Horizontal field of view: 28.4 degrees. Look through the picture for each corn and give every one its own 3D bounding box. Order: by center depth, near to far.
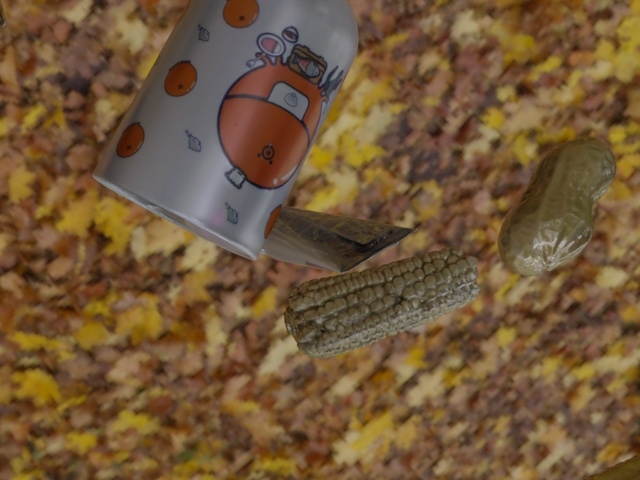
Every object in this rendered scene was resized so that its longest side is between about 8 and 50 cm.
[{"bbox_3d":[0.065,0.064,1.348,0.211,0.087,0.087,-16,142,-5],"label":"corn"}]

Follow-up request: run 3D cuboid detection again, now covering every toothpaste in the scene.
[{"bbox_3d":[0.000,0.000,1.609,0.114,0.299,0.073,-28,109,-25],"label":"toothpaste"}]

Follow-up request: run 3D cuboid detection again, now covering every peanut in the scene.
[{"bbox_3d":[0.288,-0.045,1.521,0.214,0.099,0.090,-58,141,-26],"label":"peanut"}]

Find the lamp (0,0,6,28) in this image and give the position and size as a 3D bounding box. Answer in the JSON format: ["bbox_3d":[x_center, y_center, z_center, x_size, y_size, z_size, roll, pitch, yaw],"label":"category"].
[{"bbox_3d":[-0.477,-0.189,1.476,0.314,0.182,0.182,-29,147,-47],"label":"lamp"}]

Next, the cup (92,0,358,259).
[{"bbox_3d":[-0.099,-0.165,1.474,0.212,0.212,0.317,34,81,-56],"label":"cup"}]

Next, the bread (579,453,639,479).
[{"bbox_3d":[0.172,0.331,0.904,0.333,0.143,0.323,-20,125,-21],"label":"bread"}]
